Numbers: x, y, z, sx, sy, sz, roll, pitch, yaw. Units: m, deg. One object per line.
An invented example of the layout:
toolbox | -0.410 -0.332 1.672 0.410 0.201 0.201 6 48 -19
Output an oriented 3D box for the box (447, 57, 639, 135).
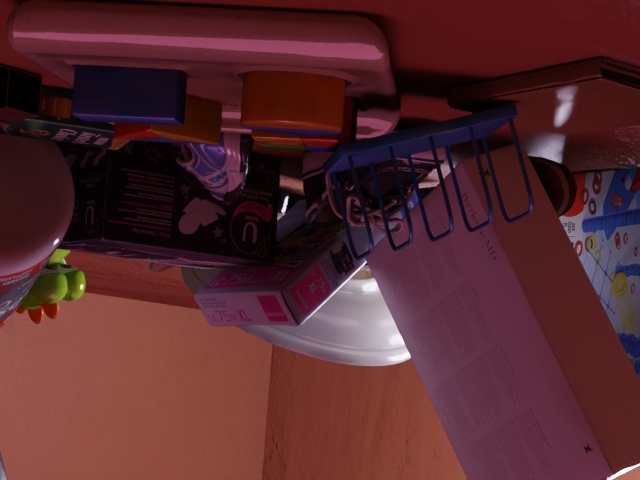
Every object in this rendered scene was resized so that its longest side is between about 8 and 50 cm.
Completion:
box | 0.246 -0.131 1.472 0.164 0.021 0.201 10 171 -36

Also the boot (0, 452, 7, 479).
boot | -0.601 0.219 1.992 0.367 0.445 0.146 -7 169 -26

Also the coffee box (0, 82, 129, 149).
coffee box | -0.293 -0.134 1.689 0.184 0.040 0.113 7 172 -20

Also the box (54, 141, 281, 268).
box | -0.197 -0.045 1.935 0.247 0.142 0.163 10 170 -37

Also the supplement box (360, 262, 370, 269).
supplement box | 0.069 0.001 2.365 0.083 0.083 0.056 1 172 25

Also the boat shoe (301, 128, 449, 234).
boat shoe | 0.053 -0.062 1.794 0.113 0.104 0.306 8 172 -26

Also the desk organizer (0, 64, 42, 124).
desk organizer | -0.342 -0.153 1.555 0.050 0.047 0.130 -5 169 40

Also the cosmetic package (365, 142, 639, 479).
cosmetic package | 0.214 0.119 1.803 0.097 0.377 0.284 -18 166 -26

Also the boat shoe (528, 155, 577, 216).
boat shoe | 0.233 -0.058 1.873 0.095 0.095 0.257 -18 -177 -28

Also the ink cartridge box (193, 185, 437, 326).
ink cartridge box | 0.000 0.000 2.023 0.186 0.065 0.311 -4 -151 50

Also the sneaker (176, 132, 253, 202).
sneaker | -0.117 -0.101 1.761 0.081 0.080 0.211 11 163 -3

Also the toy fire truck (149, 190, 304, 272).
toy fire truck | -0.113 -0.002 2.290 0.246 0.158 0.217 14 -179 40

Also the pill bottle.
pill bottle | -0.434 0.007 1.849 0.210 0.210 0.363 7 154 -22

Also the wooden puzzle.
wooden puzzle | -0.093 -0.131 1.445 0.322 0.080 0.348 4 173 5

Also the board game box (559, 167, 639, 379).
board game box | 0.411 0.068 1.810 0.086 0.308 0.302 12 169 -42

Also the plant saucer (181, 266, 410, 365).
plant saucer | -0.015 0.059 2.465 0.401 0.100 0.400 17 -161 -6

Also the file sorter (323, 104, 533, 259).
file sorter | 0.103 -0.052 1.494 0.170 0.104 0.118 -13 175 -9

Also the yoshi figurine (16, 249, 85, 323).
yoshi figurine | -0.499 -0.007 2.520 0.362 0.203 0.203 16 142 42
